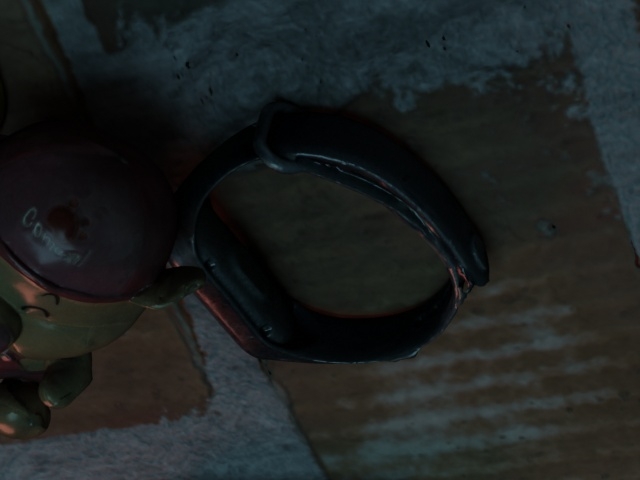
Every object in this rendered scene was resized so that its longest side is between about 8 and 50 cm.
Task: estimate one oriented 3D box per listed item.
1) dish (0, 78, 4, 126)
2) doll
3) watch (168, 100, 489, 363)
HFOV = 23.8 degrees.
[{"bbox_3d":[-0.336,-0.117,1.000,0.221,0.108,0.262,5,129,9],"label":"dish"},{"bbox_3d":[-0.199,0.018,1.009,0.196,0.152,0.256,15,147,-23],"label":"doll"},{"bbox_3d":[0.000,0.000,1.039,0.193,0.068,0.206,-21,124,23],"label":"watch"}]
